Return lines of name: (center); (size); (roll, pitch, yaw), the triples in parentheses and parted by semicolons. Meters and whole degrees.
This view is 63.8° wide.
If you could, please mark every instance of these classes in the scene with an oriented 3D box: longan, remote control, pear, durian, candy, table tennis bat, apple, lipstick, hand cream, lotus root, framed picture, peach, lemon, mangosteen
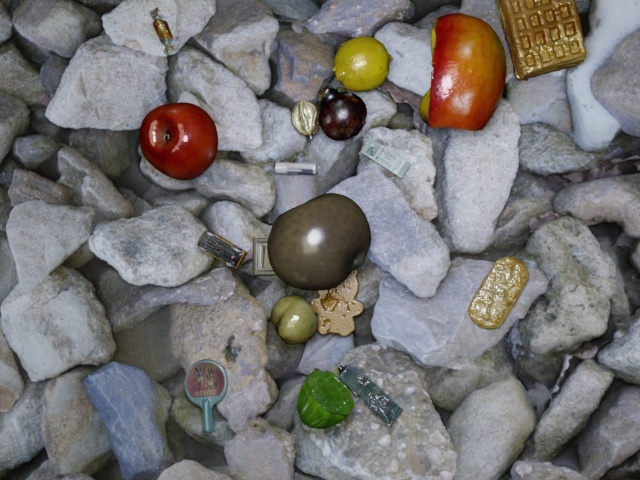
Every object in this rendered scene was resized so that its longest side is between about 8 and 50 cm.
longan: (0.000, 0.000, 1.608); (0.350, 0.288, 0.288); (-35, 83, -21)
remote control: (0.218, -0.274, 1.718); (0.162, 0.029, 0.061); (36, 90, 13)
pear: (-0.088, 0.257, 1.668); (0.137, 0.167, 0.167); (-26, 84, -16)
durian: (-0.037, -0.404, 1.734); (0.110, 0.071, 0.140); (-19, 88, 42)
candy: (-0.566, -0.754, 1.838); (0.053, 0.046, 0.182); (-23, 87, 8)
table tennis bat: (-0.390, 0.531, 1.761); (0.153, 0.040, 0.244); (-5, 82, 7)
apple: (-0.475, -0.332, 1.723); (0.261, 0.216, 0.260); (0, 90, 10)
lipstick: (-0.082, -0.245, 1.751); (0.141, 0.040, 0.040); (3, 88, 7)
hand cream: (0.155, 0.494, 1.674); (0.248, 0.052, 0.075); (40, 79, 10)
lotus root: (-0.009, 0.538, 1.657); (0.186, 0.186, 0.186); (0, 87, 8)
framed picture: (-0.145, 0.054, 1.753); (0.169, 0.023, 0.127); (-2, 87, 7)
peach: (0.439, -0.495, 1.569); (0.243, 0.306, 0.380); (12, 84, 15)
lemon: (0.131, -0.569, 1.670); (0.206, 0.173, 0.173); (-25, 84, -21)
mangosteen: (0.060, -0.415, 1.674); (0.184, 0.172, 0.172); (42, 93, -14)

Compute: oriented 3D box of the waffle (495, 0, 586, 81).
waffle: (0.698, -0.694, 1.640); (0.224, 0.098, 0.327); (-13, 85, 9)

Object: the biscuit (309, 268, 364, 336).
biscuit: (0.055, 0.193, 1.714); (0.184, 0.035, 0.248); (1, 87, 7)

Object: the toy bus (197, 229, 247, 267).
toy bus: (-0.335, 0.026, 1.755); (0.162, 0.074, 0.069); (30, 99, 6)

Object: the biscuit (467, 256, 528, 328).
biscuit: (0.570, 0.168, 1.648); (0.118, 0.029, 0.247); (30, 91, 9)
